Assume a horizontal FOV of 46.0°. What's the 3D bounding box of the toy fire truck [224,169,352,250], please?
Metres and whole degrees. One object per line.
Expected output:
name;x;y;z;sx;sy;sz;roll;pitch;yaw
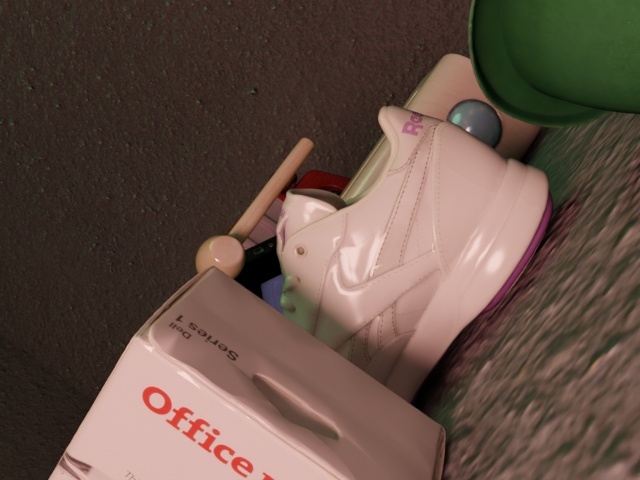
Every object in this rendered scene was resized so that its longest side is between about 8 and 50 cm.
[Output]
toy fire truck;0.000;0.000;1.185;0.302;0.254;0.169;-55;-1;-37

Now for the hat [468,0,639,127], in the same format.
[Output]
hat;0.173;-0.069;0.285;0.209;0.183;0.173;19;-60;-46

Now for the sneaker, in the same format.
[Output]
sneaker;0.014;0.052;0.507;0.305;0.152;0.114;-57;1;7

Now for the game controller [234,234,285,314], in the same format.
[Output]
game controller;0.003;0.034;0.916;0.319;0.067;0.166;-25;-42;-16

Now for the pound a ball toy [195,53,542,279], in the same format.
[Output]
pound a ball toy;0.050;-0.044;0.742;0.319;0.208;0.136;-54;6;-12

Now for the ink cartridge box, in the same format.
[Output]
ink cartridge box;-0.059;0.148;0.406;0.219;0.160;0.092;-55;0;25
